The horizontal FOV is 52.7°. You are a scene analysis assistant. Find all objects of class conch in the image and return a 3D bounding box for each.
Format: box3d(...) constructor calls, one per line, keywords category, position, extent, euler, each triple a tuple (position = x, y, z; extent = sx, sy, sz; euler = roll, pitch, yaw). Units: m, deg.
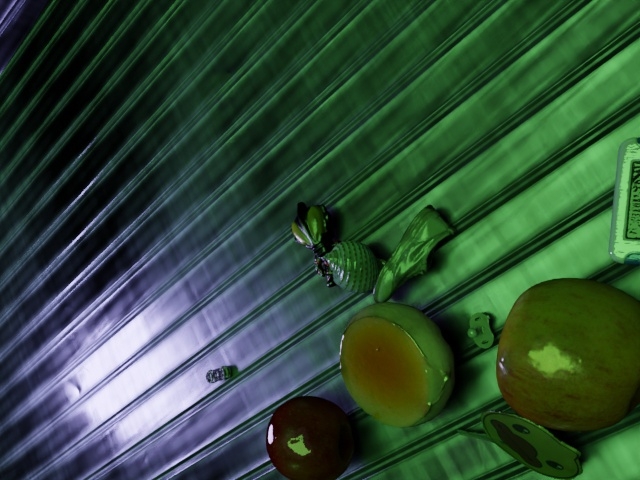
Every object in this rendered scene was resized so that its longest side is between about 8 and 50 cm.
box3d(category="conch", position=(0.087, 0.072, 1.628), extent=(0.153, 0.102, 0.135), euler=(20, 106, 10))

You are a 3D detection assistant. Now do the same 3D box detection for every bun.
box3d(category="bun", position=(0.196, 0.283, 1.527), extent=(0.298, 0.164, 0.299), euler=(15, 113, 39))

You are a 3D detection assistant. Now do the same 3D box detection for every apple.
box3d(category="apple", position=(-0.026, 0.505, 1.641), extent=(0.201, 0.218, 0.218), euler=(-9, 82, 26))
box3d(category="apple", position=(0.494, 0.222, 1.235), extent=(0.275, 0.299, 0.299), euler=(18, 98, 31))

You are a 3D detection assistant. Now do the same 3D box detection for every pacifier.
box3d(category="pacifier", position=(0.357, 0.208, 1.476), extent=(0.068, 0.064, 0.083), euler=(-29, 70, 49))

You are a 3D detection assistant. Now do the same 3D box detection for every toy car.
box3d(category="toy car", position=(-0.311, 0.408, 1.967), extent=(0.093, 0.025, 0.041), euler=(-21, 74, 30))

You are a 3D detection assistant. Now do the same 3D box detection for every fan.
box3d(category="fan", position=(0.412, 0.431, 1.376), extent=(0.229, 0.011, 0.335), euler=(47, 153, -16))

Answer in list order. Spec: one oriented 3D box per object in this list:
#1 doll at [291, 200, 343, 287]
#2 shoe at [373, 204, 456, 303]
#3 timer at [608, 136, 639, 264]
box3d(category="doll", position=(0.000, -0.001, 1.730), extent=(0.127, 0.088, 0.249), euler=(-26, 77, 1))
box3d(category="shoe", position=(0.220, 0.048, 1.564), extent=(0.098, 0.103, 0.275), euler=(37, 111, 17))
box3d(category="timer", position=(0.670, -0.073, 1.260), extent=(0.178, 0.078, 0.254), euler=(7, 90, 38))
